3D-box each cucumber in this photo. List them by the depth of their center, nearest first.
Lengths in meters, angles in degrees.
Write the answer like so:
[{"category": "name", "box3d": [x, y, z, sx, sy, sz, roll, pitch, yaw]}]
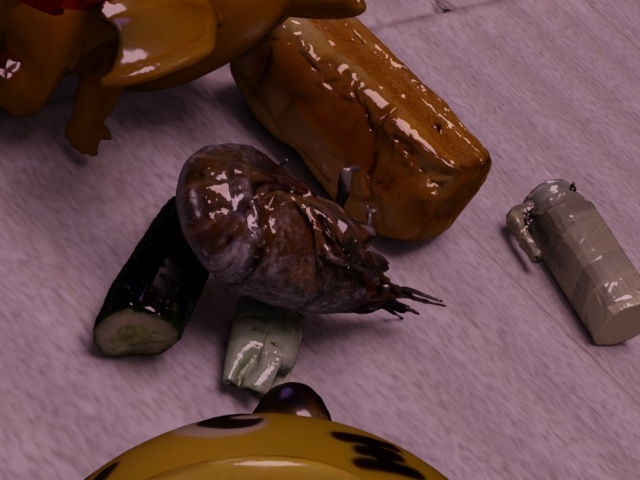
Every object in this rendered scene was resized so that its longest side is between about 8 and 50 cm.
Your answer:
[{"category": "cucumber", "box3d": [-0.132, 0.020, 1.218, 0.074, 0.074, 0.241, 31, 33, -7]}]

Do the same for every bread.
[{"category": "bread", "box3d": [0.041, -0.132, 1.493, 0.294, 0.132, 0.167, 43, 34, 13]}]

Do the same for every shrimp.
[{"category": "shrimp", "box3d": [-0.003, 0.007, 1.258, 0.343, 0.116, 0.145, 27, 36, -43]}]

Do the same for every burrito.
[{"category": "burrito", "box3d": [-0.049, 0.099, 1.220, 0.074, 0.044, 0.118, 31, 31, -13]}]

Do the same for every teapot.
[{"category": "teapot", "box3d": [0.291, 0.024, 1.577, 0.107, 0.077, 0.200, -10, 52, -22]}]

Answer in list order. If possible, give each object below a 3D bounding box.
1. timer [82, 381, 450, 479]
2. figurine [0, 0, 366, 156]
[{"category": "timer", "box3d": [-0.007, 0.241, 0.785, 0.376, 0.387, 0.376, 24, 38, -20]}, {"category": "figurine", "box3d": [-0.181, -0.232, 1.297, 0.387, 0.268, 0.401, -20, 47, -31]}]
